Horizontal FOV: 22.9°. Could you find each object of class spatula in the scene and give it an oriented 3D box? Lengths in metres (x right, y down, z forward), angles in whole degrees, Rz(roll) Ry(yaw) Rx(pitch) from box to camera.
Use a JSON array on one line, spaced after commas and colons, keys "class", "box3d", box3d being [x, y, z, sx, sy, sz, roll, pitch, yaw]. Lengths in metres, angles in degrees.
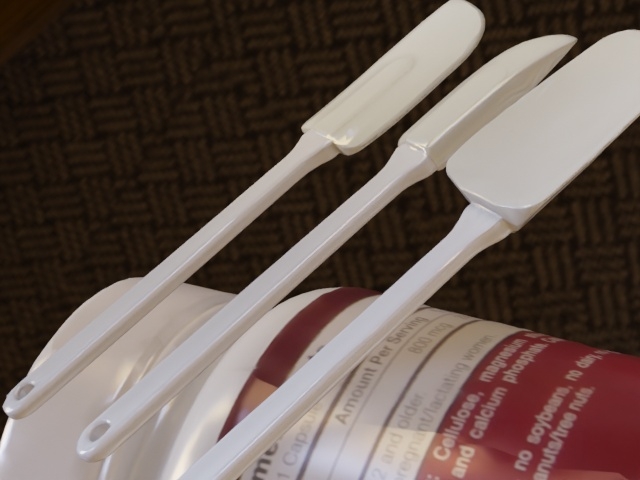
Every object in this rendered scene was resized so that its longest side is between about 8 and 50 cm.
[{"class": "spatula", "box3d": [0.000, 0.000, 0.548, 0.242, 0.168, 0.019, -41, 121, -10]}]

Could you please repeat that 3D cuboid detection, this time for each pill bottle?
[{"class": "pill bottle", "box3d": [0.062, 0.148, 0.702, 0.392, 0.224, 0.224, 13, 124, 27]}]
